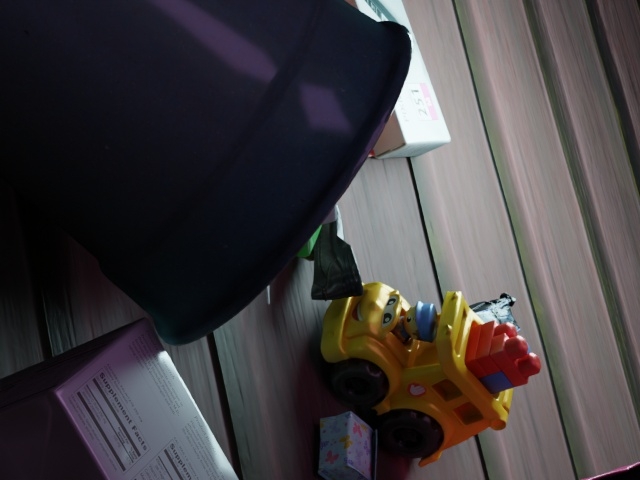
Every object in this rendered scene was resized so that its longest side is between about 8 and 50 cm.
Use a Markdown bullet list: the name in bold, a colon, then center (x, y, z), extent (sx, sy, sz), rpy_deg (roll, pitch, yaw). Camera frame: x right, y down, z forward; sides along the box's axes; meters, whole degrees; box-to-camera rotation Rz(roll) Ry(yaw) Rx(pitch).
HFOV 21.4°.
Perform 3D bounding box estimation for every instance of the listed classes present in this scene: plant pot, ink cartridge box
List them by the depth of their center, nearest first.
- **plant pot**: center (-0.159, -0.143, 1.412), extent (0.334, 0.341, 0.341), rpy_deg (36, 41, -18)
- **ink cartridge box**: center (0.049, -0.242, 2.209), extent (0.239, 0.060, 0.275), rpy_deg (-8, 77, -59)

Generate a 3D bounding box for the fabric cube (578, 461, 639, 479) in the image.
- **fabric cube**: center (0.283, 0.413, 1.950), extent (0.259, 0.258, 0.254), rpy_deg (-2, 71, -56)

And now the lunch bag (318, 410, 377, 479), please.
- **lunch bag**: center (0.037, 0.239, 1.889), extent (0.083, 0.053, 0.071), rpy_deg (46, 38, -45)

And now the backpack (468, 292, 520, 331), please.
- **backpack**: center (0.188, 0.125, 2.137), extent (0.114, 0.105, 0.084), rpy_deg (-12, 79, -53)

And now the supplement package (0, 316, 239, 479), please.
- **supplement package**: center (-0.187, 0.232, 1.412), extent (0.262, 0.204, 0.145), rpy_deg (61, 33, -9)

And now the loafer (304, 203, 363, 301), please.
- **loafer**: center (0.000, 0.000, 1.979), extent (0.062, 0.061, 0.170), rpy_deg (77, -4, -46)

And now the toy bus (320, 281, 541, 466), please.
- **toy bus**: center (0.138, 0.131, 1.959), extent (0.220, 0.211, 0.149), rpy_deg (48, 38, -26)

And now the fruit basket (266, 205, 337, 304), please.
- **fruit basket**: center (-0.053, -0.164, 1.825), extent (0.353, 0.165, 0.327), rpy_deg (-80, 170, -46)
